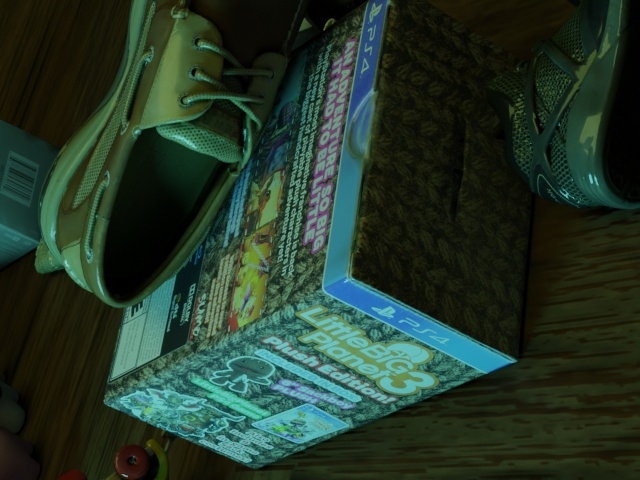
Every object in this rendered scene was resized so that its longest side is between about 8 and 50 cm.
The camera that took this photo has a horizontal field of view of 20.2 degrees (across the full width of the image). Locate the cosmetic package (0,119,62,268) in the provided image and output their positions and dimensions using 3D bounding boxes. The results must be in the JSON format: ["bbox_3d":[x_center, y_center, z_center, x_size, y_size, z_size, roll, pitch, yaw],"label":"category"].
[{"bbox_3d":[-0.392,-0.029,1.983,0.238,0.107,0.127,-26,48,44],"label":"cosmetic package"}]

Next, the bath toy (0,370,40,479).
[{"bbox_3d":[-0.348,0.210,1.673,0.151,0.129,0.348,-57,29,6],"label":"bath toy"}]

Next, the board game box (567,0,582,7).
[{"bbox_3d":[0.230,-0.267,1.225,0.201,0.035,0.136,-43,34,32],"label":"board game box"}]

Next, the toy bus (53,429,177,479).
[{"bbox_3d":[-0.153,0.237,1.352,0.104,0.191,0.202,47,115,15],"label":"toy bus"}]

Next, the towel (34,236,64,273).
[{"bbox_3d":[-0.243,-0.038,1.822,0.110,0.027,0.148,-13,55,56],"label":"towel"}]

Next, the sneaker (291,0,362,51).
[{"bbox_3d":[-0.023,-0.224,1.548,0.153,0.094,0.235,-40,35,33],"label":"sneaker"}]

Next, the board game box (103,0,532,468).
[{"bbox_3d":[0.000,0.000,1.264,0.291,0.141,0.232,-28,43,47],"label":"board game box"}]

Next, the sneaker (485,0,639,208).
[{"bbox_3d":[0.173,-0.128,1.145,0.130,0.087,0.228,0,71,52],"label":"sneaker"}]

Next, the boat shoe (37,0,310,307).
[{"bbox_3d":[-0.079,-0.094,1.220,0.324,0.122,0.120,-62,32,18],"label":"boat shoe"}]
